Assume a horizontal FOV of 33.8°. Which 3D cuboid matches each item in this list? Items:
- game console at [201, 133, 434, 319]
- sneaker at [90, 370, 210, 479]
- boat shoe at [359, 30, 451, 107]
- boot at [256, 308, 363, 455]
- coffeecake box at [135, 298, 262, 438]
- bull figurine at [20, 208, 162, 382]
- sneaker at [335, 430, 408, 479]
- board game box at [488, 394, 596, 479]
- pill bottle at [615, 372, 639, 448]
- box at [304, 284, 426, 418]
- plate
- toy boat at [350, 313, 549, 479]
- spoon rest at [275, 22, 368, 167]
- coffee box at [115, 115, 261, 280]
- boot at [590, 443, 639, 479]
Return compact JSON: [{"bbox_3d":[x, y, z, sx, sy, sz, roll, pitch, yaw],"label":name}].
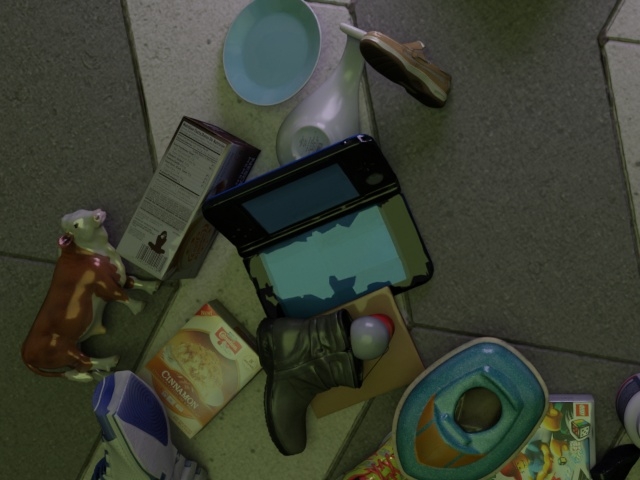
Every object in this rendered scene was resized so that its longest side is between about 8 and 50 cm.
[{"bbox_3d":[0.000,0.000,1.671,0.293,0.250,0.173,-23,63,10],"label":"game console"},{"bbox_3d":[-0.320,0.371,1.728,0.182,0.127,0.315,-12,124,20],"label":"sneaker"},{"bbox_3d":[0.136,-0.281,1.644,0.068,0.190,0.072,13,75,48],"label":"boat shoe"},{"bbox_3d":[-0.007,0.232,1.685,0.161,0.083,0.246,-3,104,20],"label":"boot"},{"bbox_3d":[-0.195,0.213,1.762,0.142,0.068,0.185,45,99,4],"label":"coffeecake box"},{"bbox_3d":[-0.387,0.099,1.769,0.188,0.101,0.310,26,102,1],"label":"bull figurine"},{"bbox_3d":[0.101,0.380,1.711,0.208,0.094,0.081,-42,85,8],"label":"sneaker"},{"bbox_3d":[0.344,0.402,1.693,0.193,0.053,0.305,-2,93,10],"label":"board game box"},{"bbox_3d":[0.510,0.265,1.593,0.108,0.180,0.108,1,94,10],"label":"pill bottle"},{"bbox_3d":[0.052,0.184,1.732,0.201,0.021,0.164,-23,98,11],"label":"box"},{"bbox_3d":[-0.076,-0.309,1.711,0.188,0.024,0.188,-4,82,29],"label":"plate"},{"bbox_3d":[0.171,0.231,1.615,0.318,0.148,0.267,43,102,8],"label":"toy boat"},{"bbox_3d":[0.019,-0.215,1.706,0.137,0.084,0.276,26,111,8],"label":"spoon rest"},{"bbox_3d":[-0.212,-0.065,1.710,0.098,0.141,0.246,30,97,13],"label":"coffee box"},{"bbox_3d":[0.469,0.387,1.658,0.045,0.121,0.099,1,110,50],"label":"boot"}]
